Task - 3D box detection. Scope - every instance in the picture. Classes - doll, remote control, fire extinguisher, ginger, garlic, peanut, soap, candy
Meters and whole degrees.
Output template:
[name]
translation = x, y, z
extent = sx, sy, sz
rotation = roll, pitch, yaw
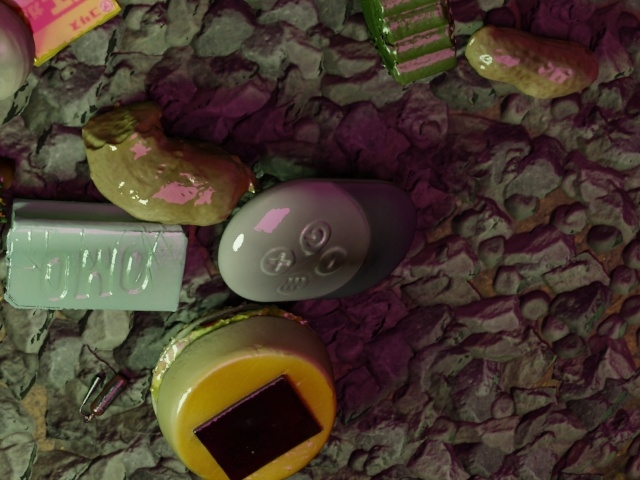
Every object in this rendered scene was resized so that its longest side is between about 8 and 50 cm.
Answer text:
[doll]
translation = -0.466, -0.071, 1.896
extent = 0.078, 0.076, 0.113
rotation = 7, 112, -19
[remote control]
translation = 0.000, 0.000, 2.016
extent = 0.332, 0.103, 0.221
rotation = -2, 132, -36
[fire extinguisher]
translation = -0.344, 0.242, 2.106
extent = 0.100, 0.032, 0.046
rotation = -50, 128, 4
[ginger]
translation = -0.213, -0.096, 1.925
extent = 0.267, 0.138, 0.152
rotation = 26, 101, -20
[garlic]
translation = -0.486, -0.239, 1.738
extent = 0.229, 0.143, 0.178
rotation = 13, 130, -1
[peanut]
translation = 0.314, -0.264, 2.017
extent = 0.214, 0.099, 0.099
rotation = 14, 110, -23
[soap]
translation = -0.327, 0.023, 1.971
extent = 0.261, 0.094, 0.150
rotation = 2, 115, -17
[candy]
translation = -0.392, -0.379, 1.765
extent = 0.146, 0.088, 0.276
rotation = -34, 119, 1

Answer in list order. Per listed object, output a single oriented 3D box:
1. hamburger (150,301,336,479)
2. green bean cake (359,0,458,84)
[hamburger]
translation = -0.113, 0.230, 2.083
extent = 0.300, 0.176, 0.300
rotation = -7, 116, -14
[green bean cake]
translation = 0.111, -0.337, 1.859
extent = 0.113, 0.214, 0.200
rotation = -16, 119, -1
